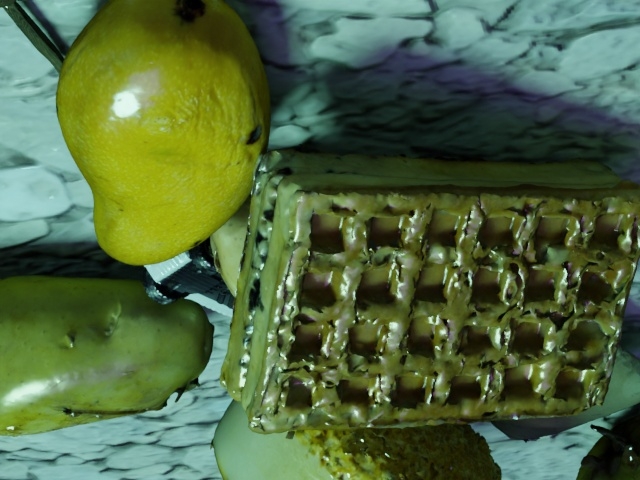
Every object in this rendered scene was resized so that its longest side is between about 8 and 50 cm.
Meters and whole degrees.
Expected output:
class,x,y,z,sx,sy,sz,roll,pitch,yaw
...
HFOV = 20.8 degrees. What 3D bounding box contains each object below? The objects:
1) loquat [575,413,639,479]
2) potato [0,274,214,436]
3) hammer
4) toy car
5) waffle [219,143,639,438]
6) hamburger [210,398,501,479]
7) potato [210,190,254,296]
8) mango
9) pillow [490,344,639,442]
class,x,y,z,sx,sy,sz,roll,pitch,yaw
loquat,0.339,0.254,1.660,0.213,0.213,0.213,2,145,2
potato,-0.247,0.099,1.532,0.300,0.140,0.173,-3,-177,9
hammer,-0.180,-0.110,1.335,0.058,0.029,0.292,-10,145,21
toy car,-0.080,0.024,1.474,0.171,0.070,0.080,27,139,-32
waffle,0.091,0.038,1.340,0.308,0.091,0.213,0,117,-23
hamburger,0.047,0.203,1.547,0.179,0.276,0.294,-43,94,11
potato,0.000,0.000,1.403,0.178,0.118,0.109,-5,-179,-11
mango,-0.117,-0.087,1.287,0.157,0.109,0.262,-6,145,-15
pillow,0.163,0.090,1.545,0.185,0.075,0.302,-22,135,36
